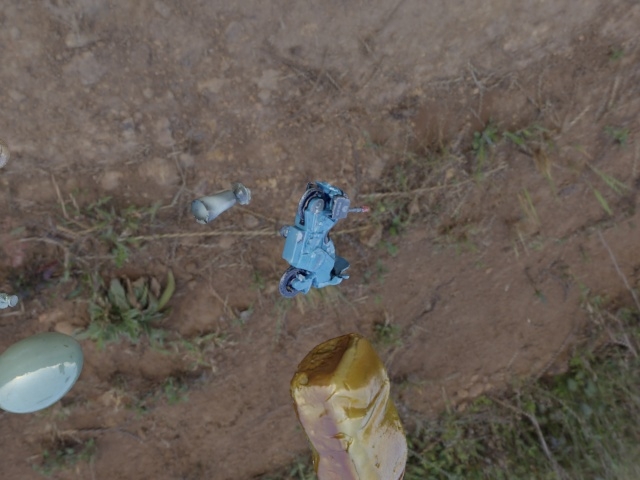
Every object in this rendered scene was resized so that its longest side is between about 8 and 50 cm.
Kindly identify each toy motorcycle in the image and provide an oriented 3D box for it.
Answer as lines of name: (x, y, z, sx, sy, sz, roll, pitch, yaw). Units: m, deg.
toy motorcycle: (0.000, 0.000, 1.301, 0.182, 0.271, 0.124, -2, -157, -44)

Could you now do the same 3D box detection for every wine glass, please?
wine glass: (-0.260, -0.100, 1.525, 0.155, 0.072, 0.072, -32, 180, -44)

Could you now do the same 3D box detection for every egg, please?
egg: (-0.587, 0.272, 1.205, 0.192, 0.149, 0.149, -33, 171, -16)

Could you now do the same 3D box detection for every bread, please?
bread: (0.056, 0.313, 0.994, 0.132, 0.294, 0.167, -1, -157, 33)

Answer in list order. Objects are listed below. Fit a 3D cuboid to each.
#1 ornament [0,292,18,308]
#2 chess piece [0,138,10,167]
ornament: (-0.817, 0.148, 1.469, 0.092, 0.041, 0.068, 23, 152, -14)
chess piece: (-0.808, -0.214, 1.425, 0.084, 0.083, 0.038, -19, 171, 4)
